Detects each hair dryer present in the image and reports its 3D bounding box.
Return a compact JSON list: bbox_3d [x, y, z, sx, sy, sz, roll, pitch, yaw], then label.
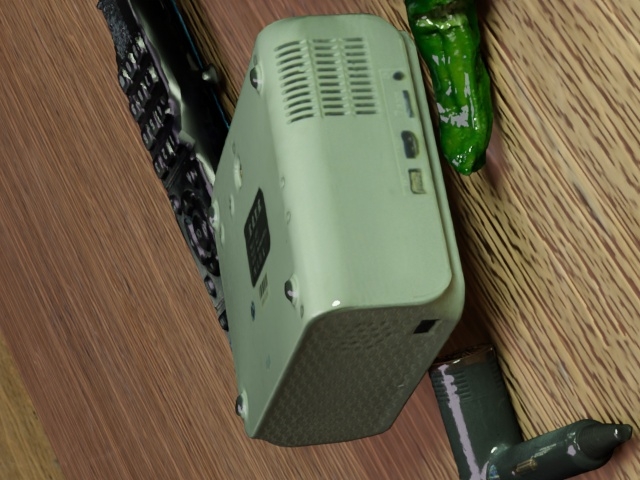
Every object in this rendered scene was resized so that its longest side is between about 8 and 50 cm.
[{"bbox_3d":[0.141,0.149,1.097,0.195,0.050,0.173,-6,103,68],"label":"hair dryer"}]

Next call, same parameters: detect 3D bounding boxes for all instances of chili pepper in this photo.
[{"bbox_3d":[0.074,-0.124,1.009,0.073,0.050,0.182,45,151,41],"label":"chili pepper"}]

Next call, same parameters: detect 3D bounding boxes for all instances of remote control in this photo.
[{"bbox_3d":[-0.087,-0.039,1.524,0.398,0.062,0.144,67,162,8],"label":"remote control"}]

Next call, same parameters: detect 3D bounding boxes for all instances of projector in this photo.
[{"bbox_3d":[0.000,0.000,1.180,0.250,0.108,0.198,112,151,-64],"label":"projector"}]
